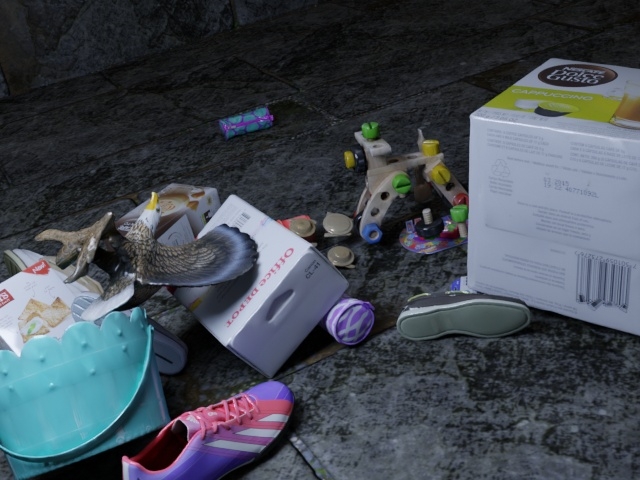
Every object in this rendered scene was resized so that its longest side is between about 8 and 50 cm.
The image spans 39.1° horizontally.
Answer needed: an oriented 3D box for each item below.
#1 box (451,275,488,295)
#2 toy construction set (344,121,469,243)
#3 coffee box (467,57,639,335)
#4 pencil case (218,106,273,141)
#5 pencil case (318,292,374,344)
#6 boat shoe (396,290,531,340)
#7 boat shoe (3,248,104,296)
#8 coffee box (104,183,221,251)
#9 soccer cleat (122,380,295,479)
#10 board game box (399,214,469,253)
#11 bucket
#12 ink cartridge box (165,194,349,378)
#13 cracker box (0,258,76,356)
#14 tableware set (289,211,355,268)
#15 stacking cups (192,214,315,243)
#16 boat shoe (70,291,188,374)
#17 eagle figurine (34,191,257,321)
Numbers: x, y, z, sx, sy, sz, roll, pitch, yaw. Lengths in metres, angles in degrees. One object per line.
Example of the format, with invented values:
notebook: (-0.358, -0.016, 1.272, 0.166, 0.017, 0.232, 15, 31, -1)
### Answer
box: (0.306, 0.093, 1.633, 0.136, 0.028, 0.081, -6, 28, 15)
toy construction set: (0.176, -0.159, 1.865, 0.257, 0.237, 0.309, -9, 24, 18)
coffee box: (0.478, -0.092, 1.545, 0.337, 0.338, 0.334, 16, 35, 34)
pencil case: (-0.216, -0.339, 2.612, 0.151, 0.065, 0.070, -19, 12, -13)
pencil case: (0.016, 0.114, 1.633, 0.088, 0.086, 0.206, -46, 36, -6)
boat shoe: (0.245, 0.120, 1.543, 0.227, 0.081, 0.069, -5, 32, 17)
boat shoe: (-0.559, 0.090, 1.888, 0.103, 0.113, 0.302, -29, 43, -33)
coffee box: (-0.350, -0.030, 2.035, 0.141, 0.098, 0.246, 7, 32, 32)
soccer cleat: (-0.158, 0.288, 1.337, 0.108, 0.116, 0.318, 15, 38, 41)
board game box: (0.247, -0.027, 1.875, 0.168, 0.033, 0.133, -17, 28, -10)
bucket: (-0.366, 0.230, 1.347, 0.281, 0.183, 0.281, -21, -5, -2)
ink cartridge box: (-0.126, 0.075, 1.628, 0.226, 0.131, 0.306, -50, 38, -5)
cracker box: (-0.488, 0.166, 1.600, 0.232, 0.067, 0.155, 47, 50, 7)
tableware set: (0.000, 0.000, 1.853, 0.141, 0.020, 0.169, 3, 45, -4)
stacking cups: (-0.167, 0.021, 1.899, 0.316, 0.096, 0.096, -15, 27, -18)
boat shoe: (-0.339, 0.164, 1.609, 0.083, 0.226, 0.076, -53, 6, 12)
eagle figurine: (-0.276, 0.033, 1.494, 0.225, 0.298, 0.226, -55, 47, 7)
